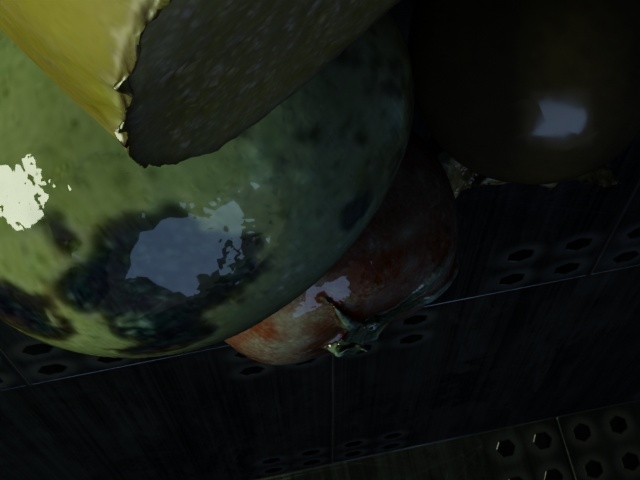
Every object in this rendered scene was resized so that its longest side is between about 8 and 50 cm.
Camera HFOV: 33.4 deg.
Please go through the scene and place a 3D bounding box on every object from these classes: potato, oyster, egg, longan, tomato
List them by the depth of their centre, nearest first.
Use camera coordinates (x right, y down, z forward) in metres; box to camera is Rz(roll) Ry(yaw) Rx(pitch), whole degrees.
[{"bbox_3d":[-0.062,-0.278,0.553,0.385,0.319,0.442,-45,179,-5],"label":"potato"},{"bbox_3d":[-0.125,-0.082,0.907,0.428,0.345,0.345,-20,154,8],"label":"egg"},{"bbox_3d":[0.208,-0.176,0.988,0.258,0.258,0.258,-11,155,-5],"label":"longan"},{"bbox_3d":[0.000,0.000,1.196,0.316,0.282,0.317,-27,165,-8],"label":"tomato"},{"bbox_3d":[0.279,-0.098,1.396,0.294,0.094,0.166,-2,173,-44],"label":"oyster"}]
